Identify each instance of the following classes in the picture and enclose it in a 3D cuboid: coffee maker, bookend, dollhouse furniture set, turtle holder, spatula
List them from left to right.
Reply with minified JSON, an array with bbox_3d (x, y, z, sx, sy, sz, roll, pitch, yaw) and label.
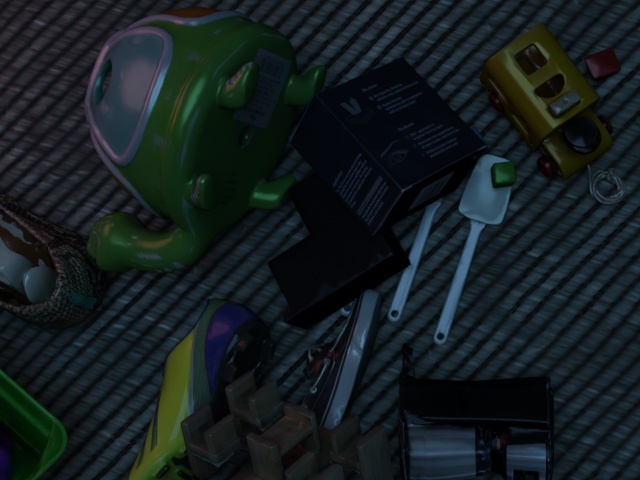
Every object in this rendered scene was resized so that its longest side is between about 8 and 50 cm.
[{"bbox_3d":[-0.158,-0.125,1.665,0.227,0.243,0.320,25,126,24],"label":"turtle holder"},{"bbox_3d":[-0.065,0.295,1.547,0.212,0.242,0.161,17,129,39],"label":"dollhouse furniture set"},{"bbox_3d":[0.000,0.000,1.687,0.157,0.072,0.156,-34,69,12],"label":"bookend"},{"bbox_3d":[0.127,-0.004,1.699,0.168,0.019,0.242,18,85,8],"label":"spatula"},{"bbox_3d":[0.181,0.201,1.615,0.178,0.120,0.171,-2,81,6],"label":"coffee maker"}]

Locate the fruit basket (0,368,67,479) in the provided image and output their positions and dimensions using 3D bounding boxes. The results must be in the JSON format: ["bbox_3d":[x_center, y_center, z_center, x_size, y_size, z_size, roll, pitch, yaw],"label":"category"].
[{"bbox_3d":[-0.500,0.194,1.556,0.392,0.392,0.283,39,64,10],"label":"fruit basket"}]

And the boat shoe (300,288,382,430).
[{"bbox_3d":[0.013,0.156,1.662,0.070,0.078,0.219,20,89,11],"label":"boat shoe"}]

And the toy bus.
[{"bbox_3d":[0.278,-0.155,1.646,0.202,0.104,0.191,9,81,3],"label":"toy bus"}]

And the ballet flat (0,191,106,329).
[{"bbox_3d":[-0.486,-0.040,1.698,0.483,0.182,0.164,27,88,10],"label":"ballet flat"}]

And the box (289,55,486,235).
[{"bbox_3d":[0.079,-0.113,1.633,0.156,0.093,0.158,-28,70,-39],"label":"box"}]

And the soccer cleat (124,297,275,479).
[{"bbox_3d":[-0.162,0.203,1.689,0.121,0.093,0.289,32,92,40],"label":"soccer cleat"}]
